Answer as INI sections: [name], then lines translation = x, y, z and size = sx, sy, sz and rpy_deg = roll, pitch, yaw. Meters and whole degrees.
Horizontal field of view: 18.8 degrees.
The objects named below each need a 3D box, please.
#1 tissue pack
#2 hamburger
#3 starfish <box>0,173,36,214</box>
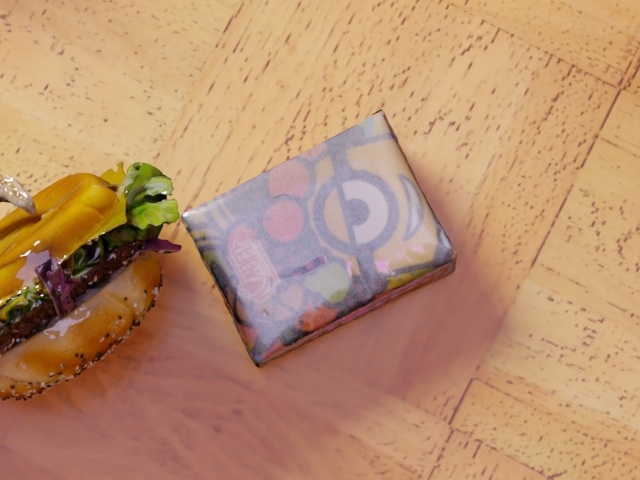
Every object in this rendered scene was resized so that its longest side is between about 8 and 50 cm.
[tissue pack]
translation = 0.000, 0.000, 1.227
size = 0.148, 0.060, 0.109
rpy_deg = -27, 82, -6
[hamburger]
translation = -0.160, 0.029, 1.174
size = 0.189, 0.164, 0.093
rpy_deg = -32, 107, 16
[starfish]
translation = -0.272, 0.017, 1.154
size = 0.213, 0.238, 0.057
rpy_deg = -30, 119, -8
